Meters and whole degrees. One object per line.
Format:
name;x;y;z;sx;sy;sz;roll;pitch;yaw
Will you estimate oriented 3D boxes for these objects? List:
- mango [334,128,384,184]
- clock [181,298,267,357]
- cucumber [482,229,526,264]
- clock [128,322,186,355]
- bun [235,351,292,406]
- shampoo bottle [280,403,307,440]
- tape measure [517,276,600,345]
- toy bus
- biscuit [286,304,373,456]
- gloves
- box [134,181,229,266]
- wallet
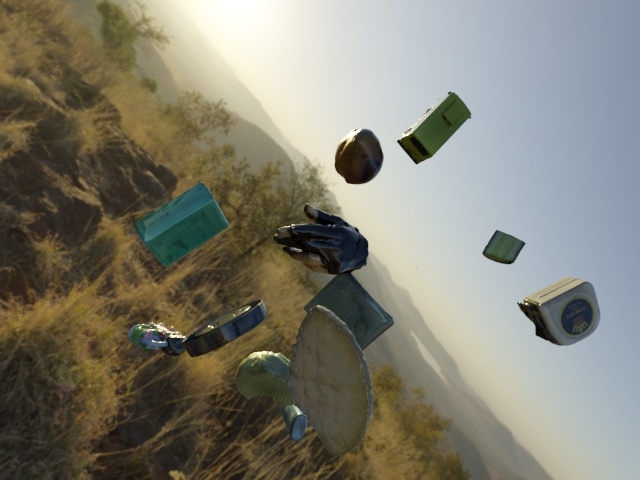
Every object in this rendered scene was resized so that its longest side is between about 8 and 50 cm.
mango;0.138;-0.302;1.636;0.152;0.201;0.287;29;8;-14
clock;-0.228;0.210;1.087;0.042;0.214;0.215;63;4;-3
cucumber;0.679;0.031;1.662;0.116;0.115;0.062;29;-7;27
clock;-0.658;0.408;1.838;0.195;0.100;0.194;10;-3;34
bun;-0.147;0.410;1.360;0.212;0.204;0.127;35;39;-18
shampoo bottle;-0.113;0.663;1.747;0.061;0.104;0.258;15;4;-18
tape measure;0.872;0.280;1.650;0.133;0.271;0.232;-154;-137;-72
toy bus;0.425;-0.418;1.651;0.128;0.262;0.150;47;-14;-10
biscuit;0.008;0.248;0.793;0.040;0.188;0.266;-5;81;-52
gloves;0.008;0.000;1.320;0.300;0.197;0.152;7;-8;-21
box;-0.540;-0.061;1.767;0.118;0.311;0.205;47;-14;30
wallet;0.106;0.289;1.740;0.290;0.251;0.054;50;12;17
